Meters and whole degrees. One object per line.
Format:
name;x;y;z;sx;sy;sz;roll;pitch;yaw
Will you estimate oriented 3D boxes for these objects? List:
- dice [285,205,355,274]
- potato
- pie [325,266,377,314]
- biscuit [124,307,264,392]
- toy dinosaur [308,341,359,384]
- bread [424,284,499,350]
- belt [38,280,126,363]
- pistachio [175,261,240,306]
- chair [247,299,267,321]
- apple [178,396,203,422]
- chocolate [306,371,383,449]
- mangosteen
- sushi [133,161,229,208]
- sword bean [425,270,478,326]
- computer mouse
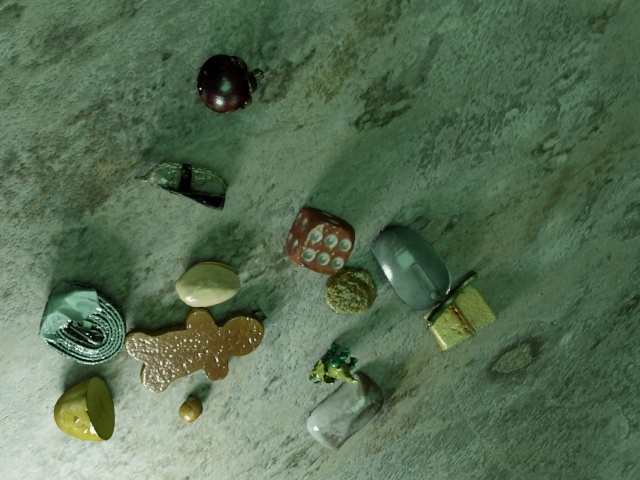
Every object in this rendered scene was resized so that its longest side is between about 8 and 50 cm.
dice;0.000;0.000;1.786;0.175;0.179;0.174;21;99;-18
potato;-0.751;0.539;1.738;0.158;0.178;0.203;-15;127;4
pie;0.106;0.174;1.918;0.193;0.079;0.163;4;96;-17
biscuit;-0.396;0.343;1.827;0.432;0.064;0.283;-18;114;-9
toy dinosaur;0.067;0.436;1.904;0.094;0.259;0.153;50;61;-24
bread;0.518;0.283;2.091;0.240;0.135;0.178;-31;77;-5
belt;-0.707;0.244;1.668;0.257;0.150;0.207;43;82;-23
pistachio;-0.354;0.139;1.753;0.200;0.117;0.145;-10;122;-13
chair;-0.212;0.245;1.865;0.037;0.042;0.086;-29;110;-2
apple;-0.438;0.570;1.874;0.084;0.084;0.071;-41;90;-2
chocolate;0.099;0.640;2.039;0.303;0.100;0.185;-42;115;2
mangosteen;-0.265;-0.443;1.600;0.184;0.172;0.172;20;99;-39
sushi;-0.408;-0.185;1.663;0.273;0.134;0.109;19;86;-5
sword bean;0.478;0.209;2.026;0.269;0.043;0.038;-44;132;-12
computer mouse;0.328;0.109;1.942;0.203;0.114;0.374;-44;113;-2
